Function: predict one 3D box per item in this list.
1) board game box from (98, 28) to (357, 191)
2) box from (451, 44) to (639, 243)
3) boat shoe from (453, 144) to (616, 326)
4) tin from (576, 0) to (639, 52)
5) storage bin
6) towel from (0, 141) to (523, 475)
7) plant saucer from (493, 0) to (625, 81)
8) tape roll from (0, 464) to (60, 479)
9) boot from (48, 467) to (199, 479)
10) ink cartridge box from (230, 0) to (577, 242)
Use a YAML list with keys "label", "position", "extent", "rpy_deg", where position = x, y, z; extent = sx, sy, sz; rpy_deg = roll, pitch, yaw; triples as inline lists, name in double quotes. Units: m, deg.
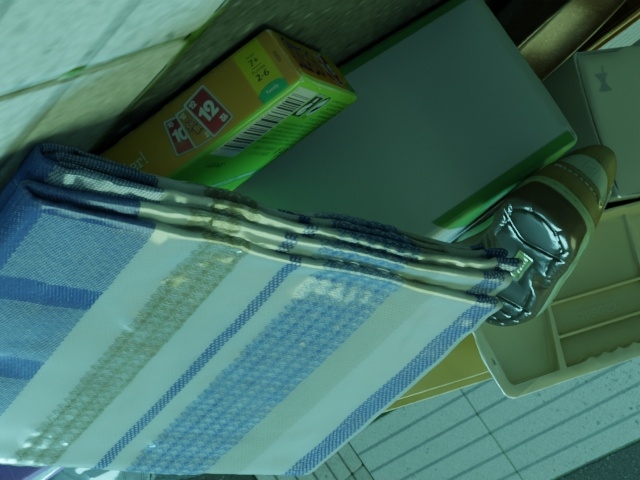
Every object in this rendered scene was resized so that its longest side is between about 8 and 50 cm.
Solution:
- label: "board game box"
  position: [-0.104, -0.009, 0.606]
  extent: [0.259, 0.039, 0.124]
  rpy_deg: [-38, 174, 12]
- label: "box"
  position: [0.211, -0.077, 1.109]
  extent: [0.148, 0.127, 0.232]
  rpy_deg: [-11, 174, -36]
- label: "boat shoe"
  position: [0.131, -0.002, 0.736]
  extent: [0.072, 0.068, 0.190]
  rpy_deg: [-45, 177, -20]
- label: "tin"
  position: [0.258, -0.201, 1.109]
  extent: [0.189, 0.040, 0.106]
  rpy_deg: [-36, 172, 31]
- label: "storage bin"
  position: [0.153, 0.066, 1.066]
  extent: [0.260, 0.123, 0.262]
  rpy_deg: [-13, 175, -31]
- label: "towel"
  position: [-0.060, 0.051, 0.604]
  extent: [0.285, 0.034, 0.209]
  rpy_deg: [11, 134, -38]
- label: "plant saucer"
  position: [0.154, -0.149, 0.892]
  extent: [0.198, 0.036, 0.198]
  rpy_deg: [-39, 170, -8]
- label: "tape roll"
  position: [-0.294, 0.183, 0.940]
  extent: [0.275, 0.090, 0.275]
  rpy_deg: [-34, 175, -3]
- label: "boot"
  position: [-0.251, 0.207, 1.283]
  extent: [0.338, 0.118, 0.223]
  rpy_deg: [-28, 149, -2]
- label: "ink cartridge box"
  position: [0.015, -0.020, 0.817]
  extent: [0.201, 0.117, 0.278]
  rpy_deg: [-33, 175, -17]
